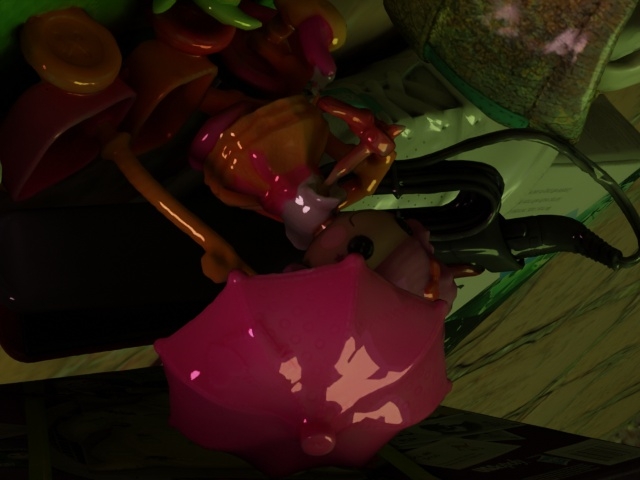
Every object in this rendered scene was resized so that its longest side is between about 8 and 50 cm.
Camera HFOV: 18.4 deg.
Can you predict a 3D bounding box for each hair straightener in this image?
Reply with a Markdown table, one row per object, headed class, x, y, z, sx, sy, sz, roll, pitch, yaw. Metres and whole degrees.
| class | x | y | z | sx | sy | sz | roll | pitch | yaw |
| --- | --- | --- | --- | --- | --- | --- | --- | --- | --- |
| hair straightener | 0.000 | 0.000 | 0.675 | 0.230 | 0.047 | 0.089 | -2 | 152 | -4 |

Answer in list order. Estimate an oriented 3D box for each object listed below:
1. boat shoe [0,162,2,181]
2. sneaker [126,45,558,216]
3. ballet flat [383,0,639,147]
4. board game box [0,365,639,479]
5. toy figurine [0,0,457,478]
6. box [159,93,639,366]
| class | x | y | z | sx | sy | sz | roll | pitch | yaw |
| --- | --- | --- | --- | --- | --- | --- | --- | --- | --- |
| boat shoe | -0.110 | -0.024 | 0.429 | 0.098 | 0.096 | 0.277 | -34 | 165 | -19 |
| sneaker | 0.015 | -0.036 | 0.760 | 0.212 | 0.080 | 0.094 | -33 | 153 | -14 |
| ballet flat | 0.183 | -0.154 | 0.709 | 0.348 | 0.123 | 0.123 | -37 | 166 | -8 |
| board game box | -0.062 | 0.083 | 0.586 | 0.347 | 0.208 | 0.056 | -2 | 104 | -55 |
| toy figurine | -0.018 | -0.008 | 0.578 | 0.173 | 0.159 | 0.130 | -24 | 160 | -46 |
| box | 0.015 | 0.047 | 1.032 | 0.322 | 0.058 | 0.232 | -43 | 165 | 21 |
